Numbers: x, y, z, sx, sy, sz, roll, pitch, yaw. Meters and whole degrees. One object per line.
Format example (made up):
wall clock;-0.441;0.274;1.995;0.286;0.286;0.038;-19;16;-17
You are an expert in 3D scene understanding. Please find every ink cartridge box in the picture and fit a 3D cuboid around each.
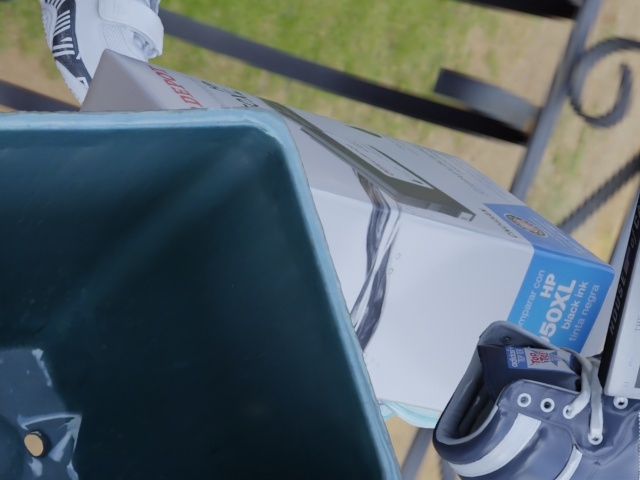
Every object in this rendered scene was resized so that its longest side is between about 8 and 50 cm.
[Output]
ink cartridge box;0.000;0.000;1.260;0.395;0.285;0.166;14;106;-30

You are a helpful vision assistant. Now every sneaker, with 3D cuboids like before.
sneaker;-0.213;-0.297;1.712;0.210;0.366;0.137;-26;159;13
sneaker;0.201;0.086;0.926;0.282;0.099;0.153;-39;108;13

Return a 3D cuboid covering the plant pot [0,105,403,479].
plant pot;-0.149;0.091;0.843;0.248;0.252;0.247;-5;71;-40

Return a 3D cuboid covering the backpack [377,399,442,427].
backpack;0.086;0.091;1.658;0.191;0.253;0.225;-58;173;27

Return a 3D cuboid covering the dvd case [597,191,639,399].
dvd case;0.290;0.020;0.827;0.029;0.238;0.179;-88;-176;-62
